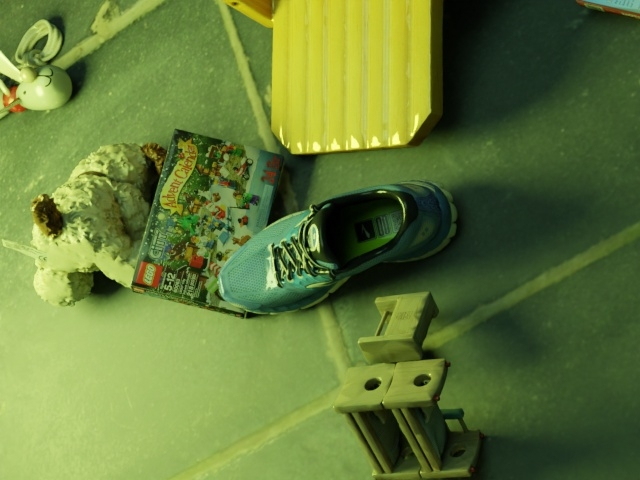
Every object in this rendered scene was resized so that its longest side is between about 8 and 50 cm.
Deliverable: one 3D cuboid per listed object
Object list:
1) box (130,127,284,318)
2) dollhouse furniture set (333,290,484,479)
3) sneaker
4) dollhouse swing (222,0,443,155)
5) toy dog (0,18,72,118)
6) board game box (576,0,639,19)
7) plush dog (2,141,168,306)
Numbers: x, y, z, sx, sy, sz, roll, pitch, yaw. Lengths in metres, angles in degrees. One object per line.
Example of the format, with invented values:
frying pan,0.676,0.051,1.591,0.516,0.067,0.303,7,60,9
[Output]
box,-0.153,-0.024,1.643,0.159,0.044,0.233,14,75,-2
dollhouse furniture set,0.122,0.168,1.411,0.129,0.129,0.184,-8,36,29
sneaker,0.000,0.000,1.508,0.330,0.147,0.130,-24,75,23
dollhouse swing,-0.026,-0.303,1.532,0.347,0.315,0.305,0,73,44
toy dog,-0.590,-0.254,2.001,0.333,0.161,0.220,-30,57,19
board game box,0.428,-0.406,1.460,0.145,0.027,0.281,21,91,27
plush dog,-0.322,-0.052,1.744,0.262,0.210,0.225,-12,40,29
